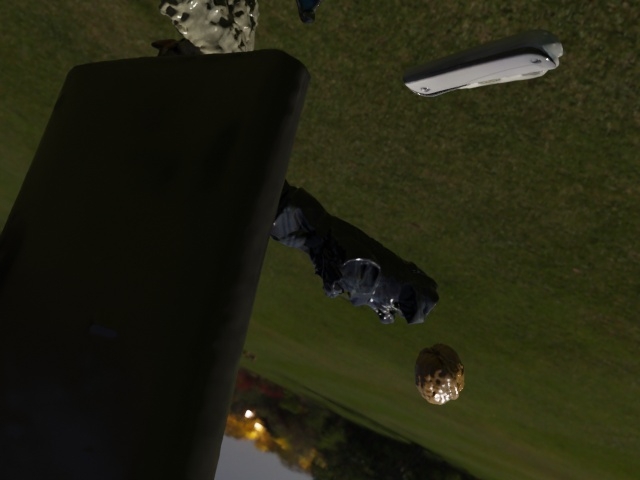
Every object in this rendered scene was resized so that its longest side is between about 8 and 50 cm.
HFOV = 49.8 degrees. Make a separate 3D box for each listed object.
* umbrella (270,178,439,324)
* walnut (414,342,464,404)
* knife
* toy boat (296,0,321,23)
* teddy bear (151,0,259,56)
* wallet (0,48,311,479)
[{"bbox_3d":[0.000,0.001,0.599,0.224,0.071,0.080,38,160,-11],"label":"umbrella"},{"bbox_3d":[0.183,0.205,1.057,0.082,0.079,0.096,33,149,48],"label":"walnut"},{"bbox_3d":[0.226,-0.245,0.988,0.073,0.040,0.266,29,164,-34],"label":"knife"},{"bbox_3d":[-0.007,-0.410,1.026,0.075,0.077,0.185,-4,156,-21],"label":"toy boat"},{"bbox_3d":[-0.238,-0.358,1.384,0.225,0.357,0.367,26,-156,-10],"label":"teddy bear"},{"bbox_3d":[-0.148,0.040,0.487,0.229,0.405,0.062,1,153,23],"label":"wallet"}]
